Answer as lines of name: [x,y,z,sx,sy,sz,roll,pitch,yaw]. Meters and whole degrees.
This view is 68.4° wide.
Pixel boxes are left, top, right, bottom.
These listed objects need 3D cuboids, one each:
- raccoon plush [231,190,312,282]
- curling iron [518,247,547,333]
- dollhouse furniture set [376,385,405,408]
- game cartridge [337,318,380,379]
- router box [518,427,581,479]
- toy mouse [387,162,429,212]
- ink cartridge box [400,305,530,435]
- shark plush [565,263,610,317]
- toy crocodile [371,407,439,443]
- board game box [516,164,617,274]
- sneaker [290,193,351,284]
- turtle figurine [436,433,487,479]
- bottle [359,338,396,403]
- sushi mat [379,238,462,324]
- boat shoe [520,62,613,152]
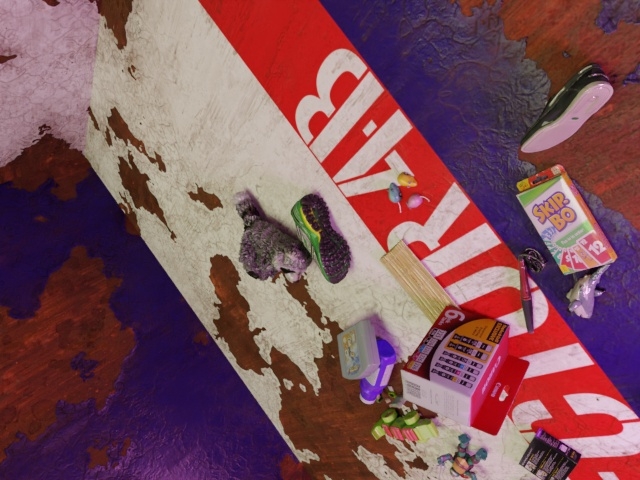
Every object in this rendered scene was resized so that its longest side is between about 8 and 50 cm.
raccoon plush: [-0.201,-0.029,1.880,0.299,0.216,0.446,-28,94,45]
curling iron: [0.571,0.146,1.282,0.068,0.035,0.273,16,127,41]
dollhouse furniture set: [0.282,0.630,1.917,0.152,0.076,0.058,-17,101,52]
game cartridge: [0.142,0.439,1.845,0.297,0.062,0.197,127,142,-60]
router box: [0.728,0.698,1.502,0.133,0.046,0.178,30,136,30]
toy mouse: [0.252,-0.134,1.432,0.161,0.031,0.143,37,139,23]
ink cartridge box: [0.427,0.360,1.359,0.272,0.309,0.130,14,129,34]
shark plush: [0.669,0.119,1.168,0.067,0.073,0.161,20,111,13]
toy crocodile: [0.340,0.770,1.929,0.341,0.105,0.115,-21,100,52]
board game box: [0.583,-0.047,1.135,0.124,0.039,0.259,-30,90,52]
sneaker: [0.000,0.000,1.748,0.146,0.134,0.343,-21,91,59]
turtle figurine: [0.527,0.844,1.771,0.175,0.118,0.234,25,119,15]
bottle: [0.216,0.525,1.855,0.118,0.092,0.282,-127,40,-50]
sushi mat: [0.332,0.150,1.561,0.316,0.019,0.151,51,141,6]
boat shoe: [0.520,-0.276,1.020,0.233,0.084,0.079,122,148,-57]
